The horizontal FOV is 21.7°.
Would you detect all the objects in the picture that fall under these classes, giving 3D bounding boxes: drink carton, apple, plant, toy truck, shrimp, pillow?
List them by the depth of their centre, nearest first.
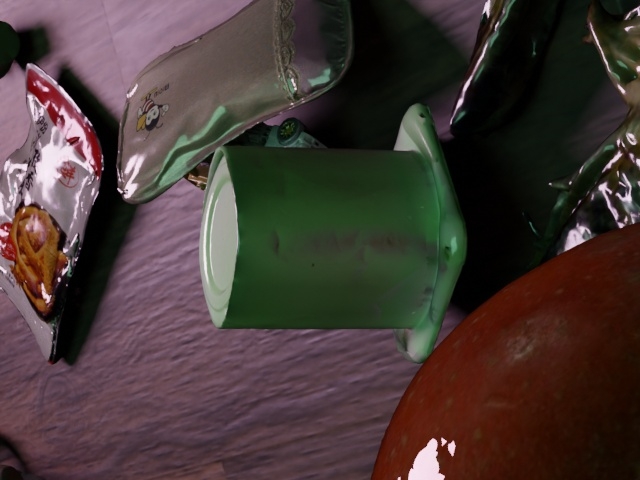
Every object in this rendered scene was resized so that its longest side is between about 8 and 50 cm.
[{"bbox_3d":[0.189,0.154,0.815,0.277,0.349,0.348,-90,7,-71],"label":"apple"},{"bbox_3d":[0.152,-0.058,0.992,0.272,0.085,0.445,57,134,33],"label":"shrimp"},{"bbox_3d":[0.000,0.000,1.080,0.144,0.142,0.146,104,159,-44],"label":"drink carton"},{"bbox_3d":[-0.064,-0.117,1.195,0.233,0.038,0.130,-26,52,32],"label":"pillow"},{"bbox_3d":[-0.046,-0.057,1.212,0.123,0.052,0.062,16,76,45],"label":"toy truck"},{"bbox_3d":[-0.303,-0.165,1.501,0.102,0.051,0.051,-17,84,61],"label":"plant"}]

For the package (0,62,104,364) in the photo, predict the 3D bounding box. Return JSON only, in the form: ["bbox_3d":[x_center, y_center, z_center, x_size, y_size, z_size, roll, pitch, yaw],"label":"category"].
[{"bbox_3d":[-0.245,-0.024,1.473,0.154,0.030,0.239,48,130,34],"label":"package"}]

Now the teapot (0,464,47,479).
[{"bbox_3d":[-0.313,0.307,1.530,0.223,0.305,0.285,24,112,3],"label":"teapot"}]
